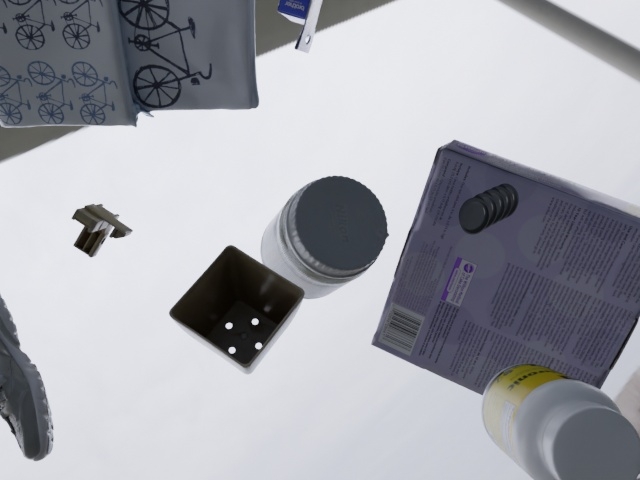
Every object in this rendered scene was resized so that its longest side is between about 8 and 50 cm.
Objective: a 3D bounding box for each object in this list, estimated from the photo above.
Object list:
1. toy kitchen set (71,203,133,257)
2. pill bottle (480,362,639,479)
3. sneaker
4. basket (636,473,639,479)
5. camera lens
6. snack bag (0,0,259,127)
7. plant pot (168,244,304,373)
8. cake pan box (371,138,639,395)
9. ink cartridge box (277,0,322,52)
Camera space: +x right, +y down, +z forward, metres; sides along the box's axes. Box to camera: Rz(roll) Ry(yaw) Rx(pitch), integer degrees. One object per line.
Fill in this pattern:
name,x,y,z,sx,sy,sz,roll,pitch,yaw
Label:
toy kitchen set,-0.313,-0.002,0.895,0.075,0.068,0.083,-57,1,9
pill bottle,0.141,0.113,0.381,0.065,0.065,0.116,-41,-2,-2
sneaker,-0.482,0.208,0.938,0.115,0.281,0.105,-24,-24,-29
basket,0.501,0.419,0.930,0.227,0.154,0.204,-28,21,38
camera lens,0.000,0.000,1.366,0.219,0.219,0.274,-27,-6,-23
snack bag,-0.233,-0.262,0.717,0.342,0.037,0.323,-2,-42,-7
plant pot,-0.091,0.092,0.730,0.109,0.109,0.096,-51,-18,-26
cake pan box,0.206,0.056,0.691,0.070,0.245,0.267,-35,-36,-60
ink cartridge box,-0.013,-0.492,1.117,0.186,0.065,0.311,-73,-3,-74
